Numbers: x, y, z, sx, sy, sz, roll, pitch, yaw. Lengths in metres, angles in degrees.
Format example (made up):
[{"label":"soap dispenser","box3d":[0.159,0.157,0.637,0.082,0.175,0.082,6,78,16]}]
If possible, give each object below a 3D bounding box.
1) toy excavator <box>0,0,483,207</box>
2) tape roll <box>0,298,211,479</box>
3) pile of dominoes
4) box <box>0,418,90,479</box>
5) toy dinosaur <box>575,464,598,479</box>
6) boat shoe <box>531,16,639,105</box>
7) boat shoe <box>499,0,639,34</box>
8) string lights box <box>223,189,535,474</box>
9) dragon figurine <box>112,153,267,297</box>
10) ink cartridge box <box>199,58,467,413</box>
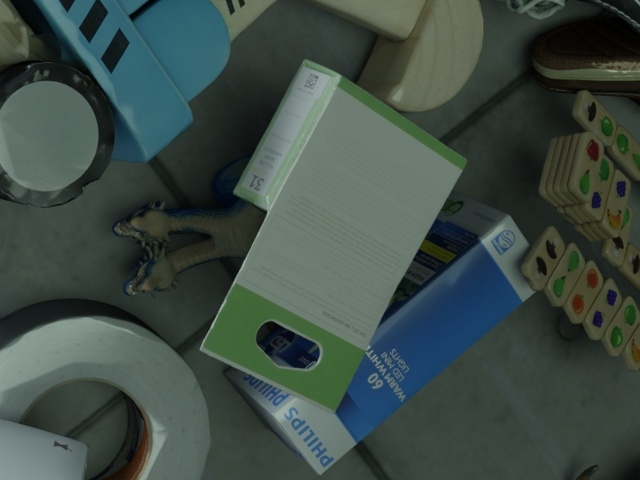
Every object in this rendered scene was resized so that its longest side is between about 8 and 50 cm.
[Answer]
[{"label":"toy excavator","box3d":[-0.122,-0.189,1.504,0.445,0.222,0.433,-42,112,-17]},{"label":"tape roll","box3d":[-0.205,0.162,1.596,0.219,0.072,0.219,-3,101,-19]},{"label":"pile of dominoes","box3d":[0.275,0.002,1.678,0.251,0.040,0.196,38,58,-39]},{"label":"box","box3d":[-0.306,0.326,1.461,0.168,0.215,0.345,16,106,-7]},{"label":"toy dinosaur","box3d":[0.382,0.263,1.806,0.296,0.127,0.200,-24,100,-20]},{"label":"boat shoe","box3d":[0.312,-0.143,1.720,0.257,0.095,0.095,-4,123,-12]},{"label":"boat shoe","box3d":[0.182,-0.246,1.638,0.306,0.113,0.105,35,97,-17]},{"label":"string lights box","box3d":[0.056,0.074,1.641,0.260,0.133,0.077,-40,113,-10]},{"label":"dragon figurine","box3d":[-0.037,-0.029,1.614,0.289,0.144,0.085,-24,106,-34]},{"label":"ink cartridge box","box3d":[0.000,0.000,1.507,0.171,0.056,0.235,30,88,-44]}]
